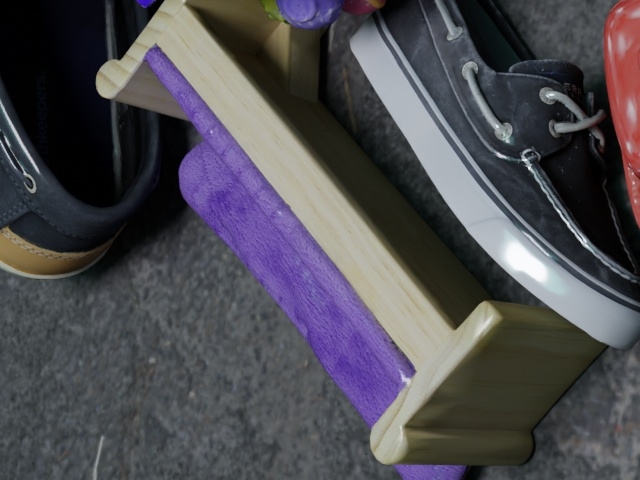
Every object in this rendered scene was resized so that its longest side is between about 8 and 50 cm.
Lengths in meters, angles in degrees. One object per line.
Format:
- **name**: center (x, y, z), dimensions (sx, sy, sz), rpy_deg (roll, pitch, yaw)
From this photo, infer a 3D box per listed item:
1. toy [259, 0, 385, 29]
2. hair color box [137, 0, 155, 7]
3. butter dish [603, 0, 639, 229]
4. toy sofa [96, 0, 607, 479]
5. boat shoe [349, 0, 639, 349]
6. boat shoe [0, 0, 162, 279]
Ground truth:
- **toy**: center (0.007, -0.172, 1.110), dimensions (0.137, 0.237, 0.056), rpy_deg (-4, 112, 27)
- **hair color box**: center (-0.043, -0.296, 1.100), dimensions (0.185, 0.339, 0.110), rpy_deg (-39, 102, 26)
- **butter dish**: center (0.222, -0.095, 0.992), dimensions (0.160, 0.118, 0.159), rpy_deg (-15, 74, 35)
- **toy sofa**: center (0.000, 0.000, 1.129), dimensions (0.177, 0.150, 0.362), rpy_deg (-51, 58, 19)
- **boat shoe**: center (0.128, -0.066, 1.073), dimensions (0.102, 0.108, 0.301), rpy_deg (-48, 49, 21)
- **boat shoe**: center (-0.210, -0.224, 1.288), dimensions (0.156, 0.187, 0.500), rpy_deg (-16, 79, 57)
